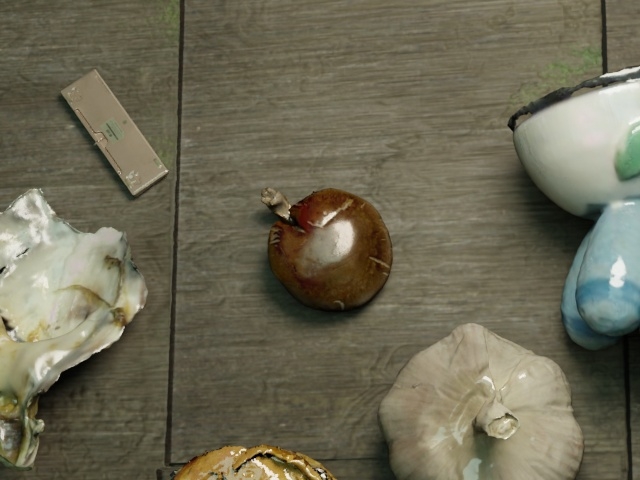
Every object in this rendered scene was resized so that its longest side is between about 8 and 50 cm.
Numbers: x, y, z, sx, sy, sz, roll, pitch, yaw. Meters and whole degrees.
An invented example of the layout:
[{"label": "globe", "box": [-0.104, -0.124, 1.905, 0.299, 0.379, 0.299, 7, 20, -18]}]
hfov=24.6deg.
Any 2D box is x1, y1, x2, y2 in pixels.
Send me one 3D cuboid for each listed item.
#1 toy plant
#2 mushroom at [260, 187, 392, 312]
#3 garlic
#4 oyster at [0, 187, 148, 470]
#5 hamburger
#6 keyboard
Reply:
[{"label": "toy plant", "box": [0.342, 0.001, 1.508, 0.247, 0.247, 0.332, -13, 79, 6]}, {"label": "mushroom", "box": [0.000, -0.001, 1.626, 0.170, 0.080, 0.135, 39, 74, 14]}, {"label": "garlic", "box": [0.163, 0.182, 1.479, 0.218, 0.212, 0.219, -1, 76, 3]}, {"label": "oyster", "box": [-0.311, 0.091, 1.643, 0.271, 0.100, 0.275, -40, 60, -5]}, {"label": "hamburger", "box": [-0.069, 0.320, 1.535, 0.231, 0.107, 0.231, -3, 70, 8]}, {"label": "keyboard", "box": [-0.244, -0.126, 1.735, 0.055, 0.017, 0.166, -35, 72, -6]}]
